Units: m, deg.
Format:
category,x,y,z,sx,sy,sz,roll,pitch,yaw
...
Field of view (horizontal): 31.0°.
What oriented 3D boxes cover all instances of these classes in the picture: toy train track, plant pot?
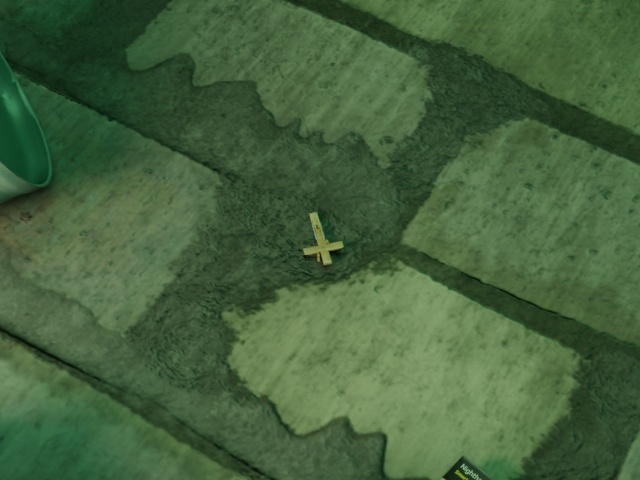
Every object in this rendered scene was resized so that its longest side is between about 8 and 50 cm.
category,x,y,z,sx,sy,sz,roll,pitch,yaw
toy train track,0.000,0.000,1.392,0.048,0.014,0.083,-11,49,-6
plant pot,-0.467,-0.141,1.296,0.196,0.293,0.293,-29,58,4

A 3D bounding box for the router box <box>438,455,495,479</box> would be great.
category,x,y,z,sx,sy,sz,roll,pitch,yaw
router box,0.167,0.320,1.145,0.179,0.046,0.133,38,57,20
